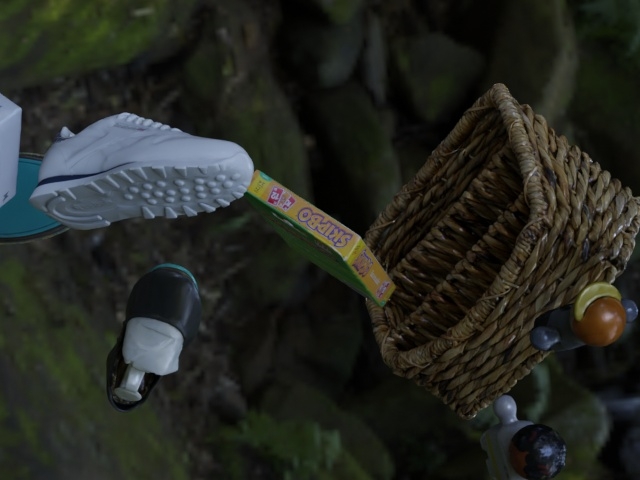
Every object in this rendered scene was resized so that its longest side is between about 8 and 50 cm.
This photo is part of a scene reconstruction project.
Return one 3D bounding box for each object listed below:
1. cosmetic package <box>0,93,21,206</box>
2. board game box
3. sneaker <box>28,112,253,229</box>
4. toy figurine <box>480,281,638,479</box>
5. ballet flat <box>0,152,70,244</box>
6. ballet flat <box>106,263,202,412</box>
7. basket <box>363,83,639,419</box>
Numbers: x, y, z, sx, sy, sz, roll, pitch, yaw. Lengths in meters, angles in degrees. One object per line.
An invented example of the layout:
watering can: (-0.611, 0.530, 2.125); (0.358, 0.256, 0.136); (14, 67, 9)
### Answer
cosmetic package: (-0.422, -0.077, 1.349); (0.224, 0.225, 0.138); (-47, 167, -35)
board game box: (0.000, 0.000, 1.522); (0.039, 0.124, 0.259); (-56, 164, -2)
sneaker: (-0.162, -0.075, 1.390); (0.090, 0.235, 0.094); (49, 46, -47)
toy figurine: (0.260, 0.159, 1.334); (0.213, 0.209, 0.148); (-60, -175, -11)
ballet flat: (-0.452, -0.042, 1.966); (0.123, 0.349, 0.123); (-9, 90, -82)
ballet flat: (-0.213, 0.137, 1.920); (0.280, 0.095, 0.096); (118, -12, -54)
basket: (0.170, 0.024, 1.674); (0.223, 0.299, 0.213); (39, 36, -4)
